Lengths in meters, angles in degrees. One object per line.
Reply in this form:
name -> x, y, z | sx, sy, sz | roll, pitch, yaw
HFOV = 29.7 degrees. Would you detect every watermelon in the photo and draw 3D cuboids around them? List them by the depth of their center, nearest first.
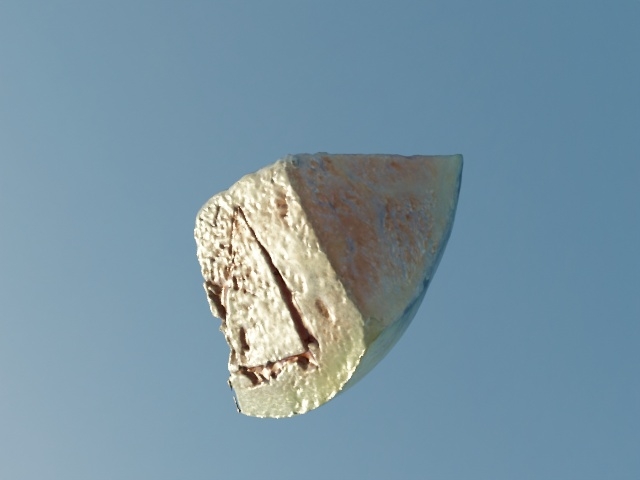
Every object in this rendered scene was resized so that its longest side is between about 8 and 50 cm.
watermelon -> 0.000, 0.000, 1.056 | 0.201, 0.262, 0.213 | 43, -34, -15
